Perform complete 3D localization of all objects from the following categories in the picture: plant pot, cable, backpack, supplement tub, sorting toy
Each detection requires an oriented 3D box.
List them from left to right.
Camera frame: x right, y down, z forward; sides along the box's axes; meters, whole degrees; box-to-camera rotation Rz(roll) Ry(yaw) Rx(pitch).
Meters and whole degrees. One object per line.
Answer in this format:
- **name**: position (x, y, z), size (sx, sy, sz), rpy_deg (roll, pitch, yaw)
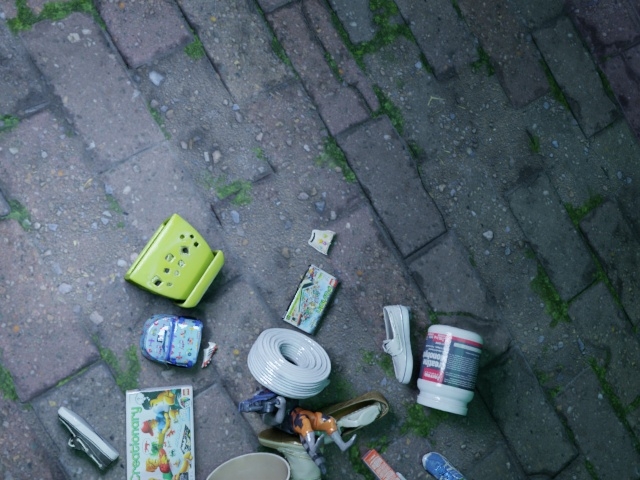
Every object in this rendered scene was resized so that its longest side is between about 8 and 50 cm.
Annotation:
- **backpack**: position (-0.451, 0.297, 1.687), size (0.173, 0.117, 0.158), rpy_deg (14, 78, -13)
- **plant pot**: position (-0.427, 0.075, 1.670), size (0.207, 0.228, 0.227), rpy_deg (36, 74, -18)
- **plant pot**: position (-0.191, 0.822, 1.657), size (0.256, 0.256, 0.274), rpy_deg (-14, 103, -19)
- **cable**: position (-0.093, 0.376, 1.726), size (0.257, 0.257, 0.089), rpy_deg (34, 112, 14)
- **sorting toy**: position (0.000, 0.000, 1.908), size (0.075, 0.045, 0.083), rpy_deg (24, 77, -6)
- **supplement tub**: position (0.438, 0.437, 1.913), size (0.191, 0.191, 0.272), rpy_deg (17, 78, -15)

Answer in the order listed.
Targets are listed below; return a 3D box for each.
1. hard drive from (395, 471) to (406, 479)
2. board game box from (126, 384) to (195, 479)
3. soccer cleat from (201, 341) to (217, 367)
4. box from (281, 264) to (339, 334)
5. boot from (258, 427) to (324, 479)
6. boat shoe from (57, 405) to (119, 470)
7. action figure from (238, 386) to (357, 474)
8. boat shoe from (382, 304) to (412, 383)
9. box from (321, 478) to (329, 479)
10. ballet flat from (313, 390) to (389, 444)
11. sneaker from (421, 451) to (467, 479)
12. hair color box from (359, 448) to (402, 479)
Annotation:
- **hard drive**: position (0.298, 0.970, 1.882), size (0.210, 0.040, 0.319), rpy_deg (-44, 98, -18)
- **board game box**: position (-0.477, 0.595, 1.674), size (0.193, 0.053, 0.305), rpy_deg (-2, 84, -17)
- **soccer cleat**: position (-0.355, 0.358, 1.757), size (0.035, 0.029, 0.083), rpy_deg (29, 72, -3)
- **box**: position (-0.033, 0.197, 1.874), size (0.114, 0.036, 0.207), rpy_deg (29, 75, -13)
- **boot**: position (-0.095, 0.686, 1.766), size (0.213, 0.077, 0.165), rpy_deg (6, 107, 11)
- **boat shoe**: position (-0.677, 0.567, 1.601), size (0.070, 0.078, 0.219), rpy_deg (-45, 99, -18)
- **action figure**: position (-0.103, 0.542, 1.675), size (0.341, 0.330, 0.178), rpy_deg (5, 103, -50)
- **boat shoe**: position (0.257, 0.354, 1.918), size (0.088, 0.096, 0.267), rpy_deg (1, 82, -14)
- **box**: position (0.000, 0.814, 1.800), size (0.062, 0.052, 0.083), rpy_deg (15, 79, -15)
- **ballet flat**: position (0.077, 0.587, 1.815), size (0.342, 0.124, 0.116), rpy_deg (-16, 90, -19)
- **sneaker**: position (0.440, 0.800, 1.927), size (0.211, 0.081, 0.080), rpy_deg (37, 76, -9)
- **hair color box**: position (0.208, 0.760, 1.827), size (0.053, 0.093, 0.167), rpy_deg (-39, 77, -16)
